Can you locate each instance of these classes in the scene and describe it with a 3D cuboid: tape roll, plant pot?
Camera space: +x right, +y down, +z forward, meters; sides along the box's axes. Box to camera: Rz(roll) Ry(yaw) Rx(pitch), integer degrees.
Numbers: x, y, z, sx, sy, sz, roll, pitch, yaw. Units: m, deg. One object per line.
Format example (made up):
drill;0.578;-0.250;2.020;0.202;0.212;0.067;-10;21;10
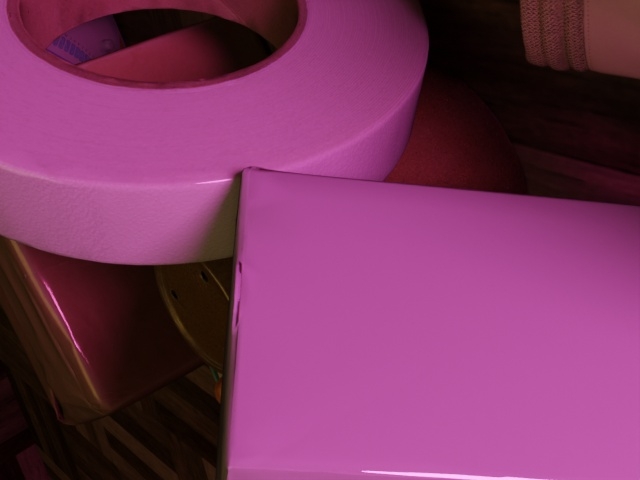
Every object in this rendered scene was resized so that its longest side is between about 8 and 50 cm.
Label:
tape roll;-0.117;-0.144;0.641;0.392;0.392;0.072;41;143;27
plant pot;0.000;0.000;0.727;0.237;0.254;0.237;35;142;33

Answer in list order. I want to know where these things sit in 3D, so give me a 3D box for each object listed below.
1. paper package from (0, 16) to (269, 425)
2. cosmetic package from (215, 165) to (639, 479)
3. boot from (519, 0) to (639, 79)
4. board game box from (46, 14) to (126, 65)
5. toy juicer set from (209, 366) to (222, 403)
paper package;-0.168;-0.026;0.869;0.168;0.325;0.309;-18;100;57
cosmetic package;0.128;0.087;0.490;0.155;0.366;0.197;99;174;-46
boot;0.201;-0.178;0.425;0.203;0.095;0.262;23;141;27
board game box;-0.366;-0.240;0.924;0.050;0.390;0.390;-6;112;38
toy juicer set;-0.125;0.163;1.188;0.209;0.089;0.329;52;148;11
